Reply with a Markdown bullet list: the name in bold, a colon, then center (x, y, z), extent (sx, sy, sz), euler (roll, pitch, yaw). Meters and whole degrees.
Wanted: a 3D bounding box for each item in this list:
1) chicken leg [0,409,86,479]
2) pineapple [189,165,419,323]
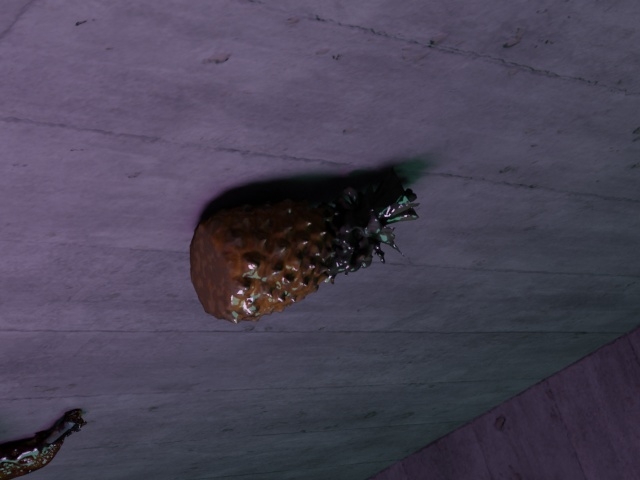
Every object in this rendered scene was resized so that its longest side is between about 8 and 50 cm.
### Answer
- **chicken leg**: center (-0.508, 0.364, 2.386), extent (0.253, 0.051, 0.106), euler (-28, 152, 13)
- **pineapple**: center (0.000, 0.000, 1.818), extent (0.341, 0.169, 0.169), euler (-17, 159, -26)
